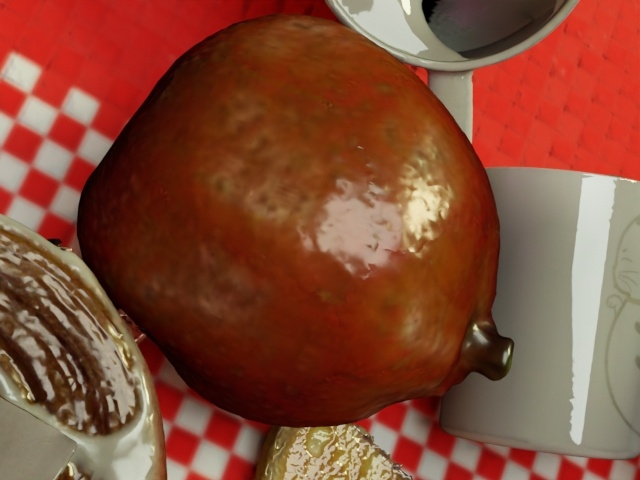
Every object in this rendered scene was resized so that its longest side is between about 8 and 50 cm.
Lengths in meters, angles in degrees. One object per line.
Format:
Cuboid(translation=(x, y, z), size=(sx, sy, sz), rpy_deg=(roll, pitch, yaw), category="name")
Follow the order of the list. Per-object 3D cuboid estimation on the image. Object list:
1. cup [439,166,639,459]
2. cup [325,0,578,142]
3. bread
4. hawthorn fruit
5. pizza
Cuboid(translation=(0.128, 0.036, 0.667), size=(0.136, 0.099, 0.133), rpy_deg=(10, 84, -34), category="cup")
Cuboid(translation=(0.069, -0.134, 0.663), size=(0.134, 0.142, 0.173), rpy_deg=(-30, 96, 5), category="cup")
Cuboid(translation=(-0.161, 0.085, 0.499), size=(0.212, 0.142, 0.224), rpy_deg=(-14, 82, -15), category="bread")
Cuboid(translation=(0.000, 0.000, 0.574), size=(0.188, 0.169, 0.169), rpy_deg=(31, 59, 18), category="hawthorn fruit")
Cuboid(translation=(-0.001, 0.133, 0.628), size=(0.100, 0.029, 0.099), rpy_deg=(37, 70, -11), category="pizza")
